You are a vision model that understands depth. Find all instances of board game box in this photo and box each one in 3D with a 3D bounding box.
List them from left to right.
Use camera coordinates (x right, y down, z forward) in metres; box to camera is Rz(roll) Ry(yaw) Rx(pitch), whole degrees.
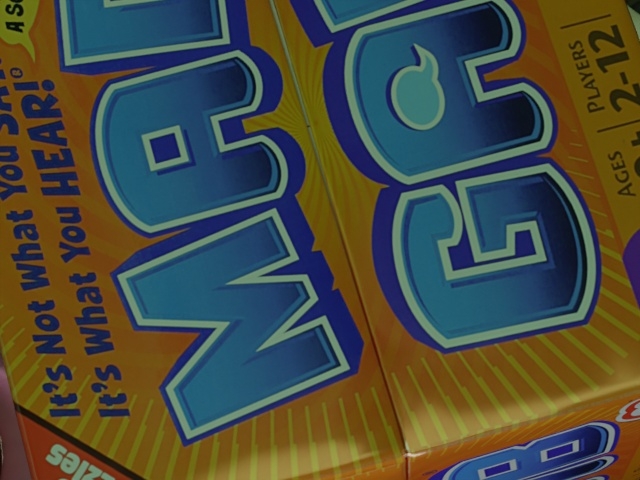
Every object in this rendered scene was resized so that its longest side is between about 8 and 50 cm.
[{"bbox_3d":[0.000,0.000,1.159,0.356,0.356,0.356,-15,71,-3],"label":"board game box"}]

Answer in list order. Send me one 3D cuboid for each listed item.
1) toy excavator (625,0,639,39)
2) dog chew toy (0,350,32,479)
[{"bbox_3d":[0.397,-0.063,1.296,0.445,0.222,0.433,-18,81,5],"label":"toy excavator"},{"bbox_3d":[-0.322,0.146,1.220,0.332,0.206,0.206,-12,80,32],"label":"dog chew toy"}]
